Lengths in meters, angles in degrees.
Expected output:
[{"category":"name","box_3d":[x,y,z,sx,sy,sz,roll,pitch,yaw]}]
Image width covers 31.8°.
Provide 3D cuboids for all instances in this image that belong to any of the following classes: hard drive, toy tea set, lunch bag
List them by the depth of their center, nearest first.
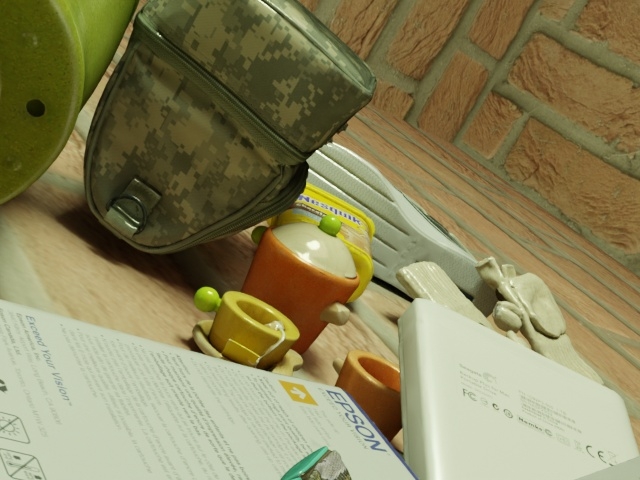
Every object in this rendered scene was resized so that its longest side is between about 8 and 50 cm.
[{"category":"hard drive","box_3d":[0.149,0.181,0.761,0.203,0.040,0.307,27,31,-15]},{"category":"toy tea set","box_3d":[0.062,0.088,0.945,0.336,0.124,0.200,29,12,-5]},{"category":"lunch bag","box_3d":[-0.096,-0.121,1.083,0.212,0.256,0.305,42,10,-6]}]

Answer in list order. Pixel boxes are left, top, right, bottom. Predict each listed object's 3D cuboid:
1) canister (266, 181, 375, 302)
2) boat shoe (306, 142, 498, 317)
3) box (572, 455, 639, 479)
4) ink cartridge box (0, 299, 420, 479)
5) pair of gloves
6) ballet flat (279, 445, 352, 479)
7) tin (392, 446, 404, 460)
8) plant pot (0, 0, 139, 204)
[{"category":"canister","box_3d":[0.000,0.000,1.272,0.126,0.073,0.170,28,14,-7]},{"category":"boat shoe","box_3d":[0.076,-0.008,1.428,0.335,0.121,0.119,40,4,-7]},{"category":"box","box_3d":[0.184,0.205,0.574,0.145,0.038,0.186,-3,52,-45]},{"category":"ink cartridge box","box_3d":[-0.044,0.161,0.544,0.330,0.071,0.324,22,17,-40]},{"category":"pair of gloves","box_3d":[0.215,0.098,1.283,0.240,0.042,0.204,1,50,-45]},{"category":"ballet flat","box_3d":[-0.012,0.126,0.522,0.041,0.041,0.114,34,15,18]},{"category":"tin","box_3d":[0.052,0.180,0.775,0.189,0.040,0.106,28,8,-6]},{"category":"plant pot","box_3d":[-0.299,-0.198,0.858,0.366,0.366,0.353,24,26,-25]}]
